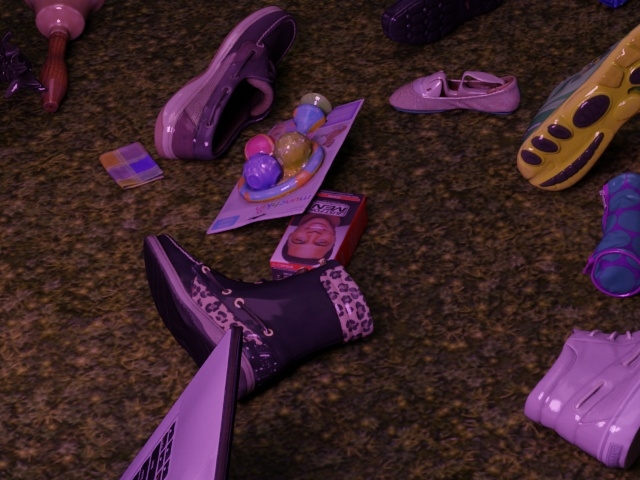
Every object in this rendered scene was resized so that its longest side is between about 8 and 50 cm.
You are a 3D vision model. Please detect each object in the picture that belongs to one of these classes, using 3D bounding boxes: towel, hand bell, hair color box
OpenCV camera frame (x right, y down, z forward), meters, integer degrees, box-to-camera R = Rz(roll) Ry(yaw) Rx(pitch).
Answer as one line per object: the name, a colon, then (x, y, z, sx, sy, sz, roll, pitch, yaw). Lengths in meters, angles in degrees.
towel: (-0.235, -0.093, 1.939, 0.060, 0.009, 0.083, -19, 40, -18)
hand bell: (-0.355, -0.266, 2.123, 0.126, 0.126, 0.242, -5, 50, 1)
hair color box: (0.000, 0.000, 1.765, 0.072, 0.043, 0.141, 7, 40, 16)

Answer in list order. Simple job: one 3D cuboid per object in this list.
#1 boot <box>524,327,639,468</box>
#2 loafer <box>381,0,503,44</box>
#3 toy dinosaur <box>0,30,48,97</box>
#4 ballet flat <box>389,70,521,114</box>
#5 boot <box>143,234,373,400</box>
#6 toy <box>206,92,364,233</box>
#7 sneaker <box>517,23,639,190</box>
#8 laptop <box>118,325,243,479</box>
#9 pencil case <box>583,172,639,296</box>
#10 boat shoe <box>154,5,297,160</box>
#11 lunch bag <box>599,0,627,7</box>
boot: (0.307, 0.108, 1.547, 0.123, 0.095, 0.258, 28, 49, 26)
loafer: (0.161, -0.326, 2.145, 0.223, 0.076, 0.078, -28, 38, -34)
toy dinosaur: (-0.500, -0.211, 2.013, 0.218, 0.164, 0.322, -36, 58, 3)
ballet flat: (0.170, -0.193, 1.985, 0.168, 0.052, 0.057, 2, 39, 10)
boot: (-0.072, 0.058, 1.669, 0.179, 0.085, 0.236, -21, 47, -22)
toy: (-0.048, -0.106, 1.866, 0.137, 0.056, 0.237, -13, 28, 31)
sneaker: (0.342, -0.184, 1.824, 0.295, 0.109, 0.123, -39, 22, 16)
laptop: (-0.268, 0.282, 1.291, 0.236, 0.408, 0.382, 25, 35, -17)
pencil case: (0.333, -0.007, 1.719, 0.070, 0.064, 0.151, 18, 40, 3)
boat shoe: (-0.100, -0.192, 1.984, 0.092, 0.102, 0.285, 21, 48, 23)
lunch bag: (0.408, -0.449, 2.243, 0.221, 0.138, 0.293, -29, 53, -31)
